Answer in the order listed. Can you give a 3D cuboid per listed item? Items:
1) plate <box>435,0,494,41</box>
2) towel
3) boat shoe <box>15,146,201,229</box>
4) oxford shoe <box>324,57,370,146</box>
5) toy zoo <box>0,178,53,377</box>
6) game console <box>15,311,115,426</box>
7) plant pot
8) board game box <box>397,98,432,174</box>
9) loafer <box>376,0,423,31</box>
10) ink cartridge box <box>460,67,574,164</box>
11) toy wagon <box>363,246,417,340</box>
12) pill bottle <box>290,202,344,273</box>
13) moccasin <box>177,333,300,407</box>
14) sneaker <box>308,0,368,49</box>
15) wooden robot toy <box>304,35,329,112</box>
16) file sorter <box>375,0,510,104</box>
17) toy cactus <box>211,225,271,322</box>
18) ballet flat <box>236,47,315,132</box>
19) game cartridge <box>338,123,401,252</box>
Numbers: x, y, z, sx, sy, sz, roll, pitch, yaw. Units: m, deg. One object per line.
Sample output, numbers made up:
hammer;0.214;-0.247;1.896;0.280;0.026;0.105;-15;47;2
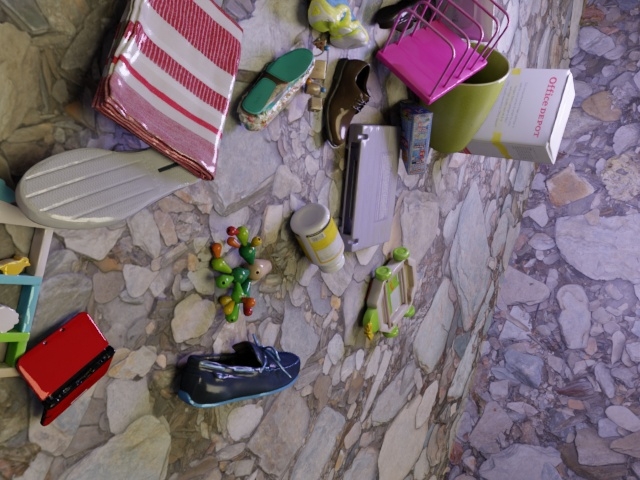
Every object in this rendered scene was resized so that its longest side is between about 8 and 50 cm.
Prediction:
plate;0.412;-0.735;1.633;0.045;0.277;0.278;-14;117;-18
towel;-0.230;-0.294;0.927;0.237;0.037;0.329;34;56;-48
boat shoe;-0.326;-0.081;0.889;0.335;0.119;0.121;-24;91;-52
oxford shoe;0.072;-0.345;1.396;0.083;0.096;0.227;4;100;-58
toy zoo;-0.491;0.054;0.782;0.192;0.030;0.293;11;93;-56
game console;-0.425;0.213;0.923;0.144;0.085;0.124;-46;174;-49
plant pot;0.426;-0.434;1.759;0.275;0.275;0.293;-47;152;-36
board game box;0.270;-0.304;1.656;0.060;0.194;0.194;-8;116;-9
loafer;0.229;-0.615;1.536;0.220;0.080;0.078;-41;132;-41
ink cartridge box;0.644;-0.437;1.927;0.160;0.385;0.279;29;78;-55
toy wagon;0.223;0.194;1.834;0.344;0.068;0.267;-41;133;-39
pill bottle;0.000;0.000;1.408;0.103;0.103;0.184;-56;142;-27
moccasin;-0.159;0.286;1.255;0.342;0.138;0.116;-2;98;-56
sneaker;0.049;-0.536;1.301;0.240;0.091;0.126;-2;92;-66
wooden robot toy;-0.032;-0.386;1.279;0.079;0.076;0.173;1;104;-19
file sorter;0.339;-0.548;1.497;0.291;0.202;0.182;-37;168;-31
toy cactus;-0.160;0.069;1.221;0.180;0.112;0.219;-18;108;-62
ballet flat;-0.098;-0.322;1.190;0.241;0.091;0.077;-50;169;-27
game cartridge;0.145;-0.156;1.605;0.230;0.068;0.355;-16;115;-56
